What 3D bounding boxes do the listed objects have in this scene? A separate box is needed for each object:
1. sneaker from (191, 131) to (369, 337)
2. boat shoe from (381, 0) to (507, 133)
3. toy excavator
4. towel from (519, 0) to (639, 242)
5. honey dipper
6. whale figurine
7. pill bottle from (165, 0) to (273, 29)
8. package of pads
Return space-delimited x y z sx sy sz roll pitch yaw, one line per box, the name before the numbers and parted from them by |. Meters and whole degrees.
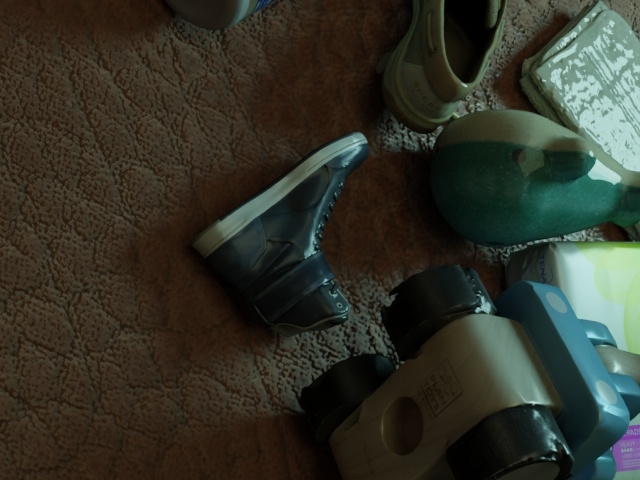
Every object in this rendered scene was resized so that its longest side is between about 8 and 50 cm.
sneaker | -0.001 0.001 1.393 0.226 0.086 0.163 -38 88 -22
boat shoe | 0.171 -0.271 1.543 0.121 0.110 0.341 32 53 -21
toy excavator | 0.270 0.156 1.361 0.445 0.433 0.222 10 43 -42
towel | 0.379 -0.151 1.694 0.187 0.049 0.282 -42 101 -30
honey dipper | 0.133 -0.164 1.562 0.160 0.030 0.030 34 63 -24
whale figurine | 0.254 -0.049 1.498 0.272 0.216 0.141 15 76 -10
pill bottle | -0.051 -0.345 1.422 0.264 0.153 0.153 -38 98 -33
package of pads | 0.338 0.148 1.561 0.229 0.101 0.296 1 77 -32
